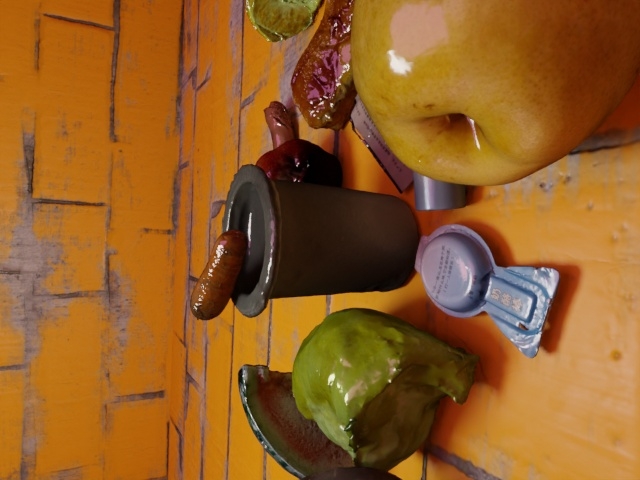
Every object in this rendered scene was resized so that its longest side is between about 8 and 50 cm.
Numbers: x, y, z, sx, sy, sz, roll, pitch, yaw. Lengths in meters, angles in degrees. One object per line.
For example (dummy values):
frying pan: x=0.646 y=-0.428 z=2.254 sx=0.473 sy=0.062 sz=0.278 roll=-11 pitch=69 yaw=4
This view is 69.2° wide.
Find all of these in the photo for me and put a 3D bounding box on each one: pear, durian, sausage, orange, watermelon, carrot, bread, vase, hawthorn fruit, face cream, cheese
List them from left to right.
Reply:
carrot: x=-0.156 y=0.056 z=0.725 sx=0.186 sy=0.060 sz=0.060 roll=-58 pitch=40 yaw=33
sausage: x=-0.097 y=-0.227 z=1.207 sx=0.078 sy=0.078 sz=0.304 roll=-31 pitch=64 yaw=57
orange: x=-0.082 y=-0.604 z=1.092 sx=0.237 sy=0.179 sz=0.158 roll=-48 pitch=51 yaw=51
hawthorn fruit: x=-0.061 y=-0.121 z=1.040 sx=0.251 sy=0.190 sz=0.189 roll=161 pitch=109 yaw=-68
watermelon: x=-0.011 y=0.350 z=0.907 sx=0.289 sy=0.214 sz=0.319 roll=38 pitch=166 yaw=51
vase: x=0.000 y=0.000 z=0.795 sx=0.245 sy=0.291 sz=0.244 roll=-3 pitch=86 yaw=59
bread: x=0.056 y=-0.402 z=0.908 sx=0.380 sy=0.109 sz=0.185 roll=-58 pitch=40 yaw=39
durian: x=0.063 y=0.227 z=0.747 sx=0.340 sy=0.205 sz=0.255 roll=23 pitch=105 yaw=52
face cream: x=0.170 y=-0.170 z=0.683 sx=0.077 sy=0.077 sz=0.250 roll=8 pitch=104 yaw=61
cheese: x=0.214 y=0.055 z=0.651 sx=0.245 sy=0.052 sz=0.135 roll=33 pitch=119 yaw=56
pear: x=0.177 y=-0.216 z=0.487 sx=0.314 sy=0.315 sz=0.314 roll=-6 pitch=83 yaw=61

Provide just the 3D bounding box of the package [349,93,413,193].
package: x=0.135 y=-0.238 z=0.804 sx=0.204 sy=0.062 sz=0.250 roll=-56 pitch=46 yaw=45

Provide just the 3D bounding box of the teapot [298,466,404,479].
teapot: x=0.075 y=0.496 z=0.539 sx=0.305 sy=0.376 sz=0.361 roll=-46 pitch=7 yaw=12
